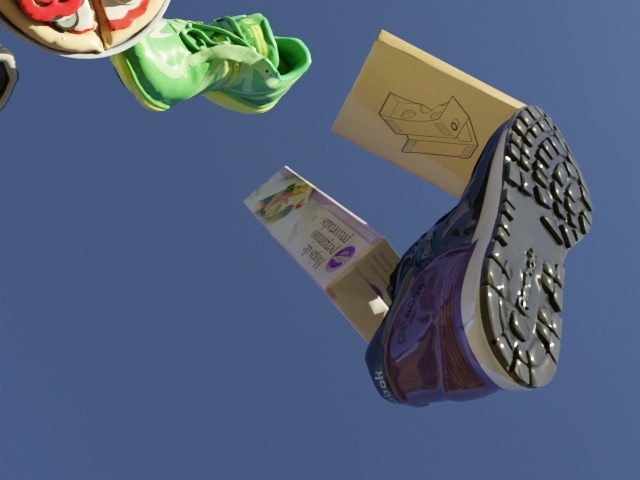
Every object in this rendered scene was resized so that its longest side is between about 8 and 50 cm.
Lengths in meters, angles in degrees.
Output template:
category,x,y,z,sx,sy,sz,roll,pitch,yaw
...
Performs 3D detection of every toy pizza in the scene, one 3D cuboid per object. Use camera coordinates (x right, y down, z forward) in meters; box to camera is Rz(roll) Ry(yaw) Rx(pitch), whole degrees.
category,x,y,z,sx,sy,sz,roll,pitch,yaw
toy pizza,-0.196,-0.248,0.768,0.201,0.032,0.201,-1,-88,-40

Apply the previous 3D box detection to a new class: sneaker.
category,x,y,z,sx,sy,sz,roll,pitch,yaw
sneaker,-0.117,-0.208,1.041,0.123,0.295,0.109,-31,-101,30
sneaker,0.105,0.002,0.682,0.124,0.283,0.107,-23,-69,36

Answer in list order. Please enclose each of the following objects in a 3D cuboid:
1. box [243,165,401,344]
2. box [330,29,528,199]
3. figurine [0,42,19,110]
category,x,y,z,sx,sy,sz,roll,pitch,yaw
box,0.000,0.000,0.868,0.063,0.324,0.067,-41,-68,-3
box,0.128,-0.138,1.116,0.201,0.164,0.021,28,-128,-1
figurine,-0.452,-0.234,1.012,0.215,0.209,0.092,11,-58,-44
